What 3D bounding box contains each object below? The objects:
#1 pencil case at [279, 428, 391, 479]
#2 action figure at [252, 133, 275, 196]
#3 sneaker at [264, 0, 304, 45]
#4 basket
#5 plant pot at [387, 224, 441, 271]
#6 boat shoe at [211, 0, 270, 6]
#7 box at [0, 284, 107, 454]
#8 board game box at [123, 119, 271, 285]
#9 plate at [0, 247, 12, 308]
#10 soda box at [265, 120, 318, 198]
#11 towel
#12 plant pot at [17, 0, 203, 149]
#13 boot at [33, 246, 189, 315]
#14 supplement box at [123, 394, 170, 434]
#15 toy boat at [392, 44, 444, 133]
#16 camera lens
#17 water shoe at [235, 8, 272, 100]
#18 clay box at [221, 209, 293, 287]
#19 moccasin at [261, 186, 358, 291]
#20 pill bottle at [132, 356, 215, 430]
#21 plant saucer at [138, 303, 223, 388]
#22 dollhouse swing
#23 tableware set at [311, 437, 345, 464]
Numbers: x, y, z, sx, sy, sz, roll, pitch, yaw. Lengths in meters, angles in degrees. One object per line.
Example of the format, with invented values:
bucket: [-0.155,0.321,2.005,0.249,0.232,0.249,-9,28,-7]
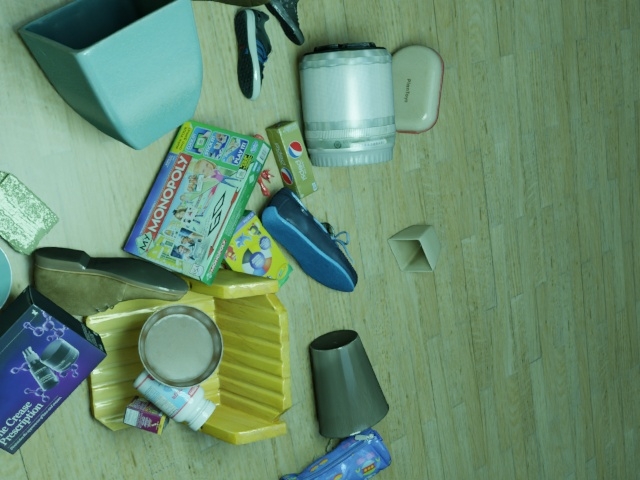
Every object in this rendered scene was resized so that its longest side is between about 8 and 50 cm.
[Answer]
pencil case: [0.042,0.591,1.921,0.306,0.119,0.133,-26,135,-24]
action figure: [-0.177,-0.104,1.705,0.139,0.091,0.281,32,79,-28]
sneaker: [-0.071,-0.547,1.742,0.089,0.051,0.170,-49,118,-15]
basket: [0.060,0.357,1.912,0.204,0.154,0.227,-23,106,-30]
plant pot: [0.269,0.014,2.045,0.096,0.109,0.109,-45,120,-37]
boat shoe: [-0.235,-0.569,1.589,0.302,0.109,0.098,-6,95,-42]
box: [-0.569,0.246,1.418,0.261,0.103,0.184,-47,119,-3]
board game box: [-0.259,-0.086,1.572,0.317,0.213,0.046,-68,155,-9]
plate: [-0.678,0.073,1.399,0.188,0.024,0.188,-6,101,-35]
soda box: [-0.068,-0.193,1.788,0.058,0.061,0.181,-29,113,-30]
towel: [-0.590,-0.052,1.444,0.148,0.027,0.110,47,69,-30]
plant pot: [-0.372,-0.326,1.441,0.247,0.247,0.252,-39,134,-26]
boot: [-0.419,0.096,1.499,0.305,0.112,0.115,10,104,-5]
supplement box: [-0.354,0.358,1.533,0.083,0.055,0.043,17,106,3]
toy boat: [0.254,-0.393,1.971,0.151,0.150,0.231,-2,100,-67]
camera lens: [0.065,-0.322,1.769,0.219,0.219,0.275,-12,103,-35]
water shoe: [-0.141,-0.421,1.696,0.080,0.073,0.203,-11,103,-37]
clay box: [-0.155,0.051,1.763,0.127,0.053,0.222,-46,120,-22]
moccasin: [0.000,0.000,1.810,0.342,0.137,0.117,50,49,-41]
pill bottle: [-0.293,0.308,1.509,0.160,0.087,0.087,41,70,-6]
plant saucer: [-0.278,0.211,1.484,0.168,0.029,0.169,9,67,-21]
dollhouse swing: [-0.280,0.258,1.574,0.304,0.315,0.347,-11,104,-46]
tableware set: [0.049,0.595,2.012,0.168,0.020,0.141,39,74,-34]
